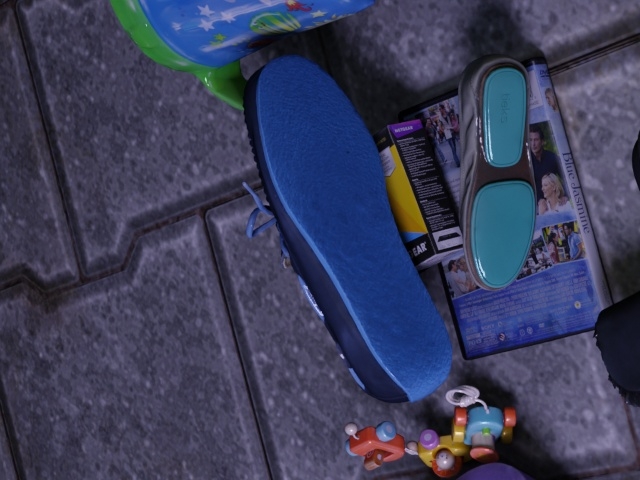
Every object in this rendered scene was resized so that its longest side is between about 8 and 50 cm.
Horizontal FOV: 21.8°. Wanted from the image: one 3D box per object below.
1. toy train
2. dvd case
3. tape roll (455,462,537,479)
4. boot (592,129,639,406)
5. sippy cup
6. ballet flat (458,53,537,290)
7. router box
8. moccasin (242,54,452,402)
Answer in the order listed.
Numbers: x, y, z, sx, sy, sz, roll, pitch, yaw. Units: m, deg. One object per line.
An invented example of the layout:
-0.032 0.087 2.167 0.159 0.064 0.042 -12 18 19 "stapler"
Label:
0.107 0.193 1.586 0.166 0.125 0.046 -29 50 40 "toy train"
0.170 -0.025 1.553 0.180 0.022 0.253 -19 84 46 "dvd case"
0.159 0.304 1.516 0.189 0.080 0.189 -43 28 30 "tape roll"
0.285 0.036 1.351 0.246 0.094 0.207 53 143 0 "boot"
-0.057 -0.289 1.605 0.224 0.305 0.240 -4 54 36 "sippy cup"
0.157 -0.063 1.507 0.068 0.072 0.213 -148 57 -70 "ballet flat"
0.059 -0.023 1.627 0.179 0.046 0.133 -34 73 55 "router box"
0.000 0.000 1.556 0.117 0.138 0.342 -30 78 60 "moccasin"
